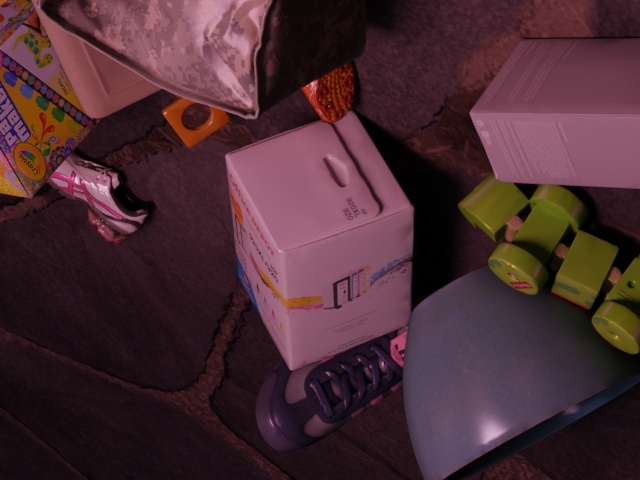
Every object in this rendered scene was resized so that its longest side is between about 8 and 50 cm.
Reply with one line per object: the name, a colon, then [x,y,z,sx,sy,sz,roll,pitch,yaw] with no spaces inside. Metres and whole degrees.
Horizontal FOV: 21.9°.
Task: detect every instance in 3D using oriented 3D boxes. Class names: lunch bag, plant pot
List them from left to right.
lunch bag: [-0.119,-0.263,1.695,0.287,0.235,0.169,20,120,23]
plant pot: [0.210,0.138,1.930,0.195,0.290,0.290,62,151,12]

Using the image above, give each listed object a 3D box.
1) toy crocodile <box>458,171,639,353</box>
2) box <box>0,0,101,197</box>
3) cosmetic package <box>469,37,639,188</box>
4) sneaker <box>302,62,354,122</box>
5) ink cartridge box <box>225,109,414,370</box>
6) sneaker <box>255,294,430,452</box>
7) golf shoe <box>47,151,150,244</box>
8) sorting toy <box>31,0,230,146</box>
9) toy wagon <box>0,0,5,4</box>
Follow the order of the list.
toy crocodile: [0.300,0.037,1.827,0.340,0.115,0.105,31,164,13]
box: [-0.407,-0.222,2.011,0.290,0.279,0.177,10,140,37]
cosmetic package: [0.282,-0.125,1.618,0.238,0.127,0.107,9,139,39]
sneaker: [-0.013,-0.211,1.868,0.067,0.064,0.175,25,146,54]
ink cartridge box: [0.000,0.000,1.957,0.233,0.168,0.171,87,158,-51]
sneaker: [0.054,0.149,2.029,0.131,0.319,0.112,-22,101,48]
golf shoe: [-0.318,-0.084,2.321,0.186,0.067,0.086,44,121,-12]
sorting toy: [-0.214,-0.253,1.914,0.047,0.196,0.348,-120,7,-53]
toy wagon: [-0.268,-0.378,1.696,0.068,0.267,0.344,39,110,-24]
